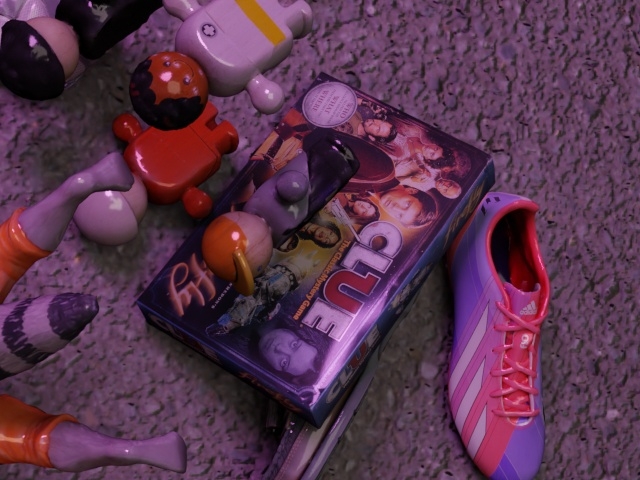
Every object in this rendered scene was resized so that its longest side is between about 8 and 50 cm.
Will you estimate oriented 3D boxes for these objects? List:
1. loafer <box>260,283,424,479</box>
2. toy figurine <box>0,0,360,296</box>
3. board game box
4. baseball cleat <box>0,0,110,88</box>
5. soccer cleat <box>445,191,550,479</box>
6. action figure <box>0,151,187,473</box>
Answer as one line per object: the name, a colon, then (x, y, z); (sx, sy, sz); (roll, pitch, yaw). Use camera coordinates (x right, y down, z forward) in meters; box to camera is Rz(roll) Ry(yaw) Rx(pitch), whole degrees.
loafer: (0.007, 0.085, 1.000); (0.084, 0.096, 0.267); (29, 66, 2)
toy figurine: (-0.099, -0.082, 0.876); (0.148, 0.210, 0.213); (-41, 134, -29)
board game box: (0.000, 0.000, 0.970); (0.165, 0.042, 0.243); (29, 69, 22)
baseball cleat: (-0.239, -0.198, 0.917); (0.206, 0.072, 0.109); (45, 69, -13)
soccer cleat: (0.153, 0.082, 1.050); (0.083, 0.095, 0.248); (-4, 86, -24)
action figure: (-0.276, 0.035, 0.791); (0.330, 0.178, 0.341); (-14, 94, 8)
